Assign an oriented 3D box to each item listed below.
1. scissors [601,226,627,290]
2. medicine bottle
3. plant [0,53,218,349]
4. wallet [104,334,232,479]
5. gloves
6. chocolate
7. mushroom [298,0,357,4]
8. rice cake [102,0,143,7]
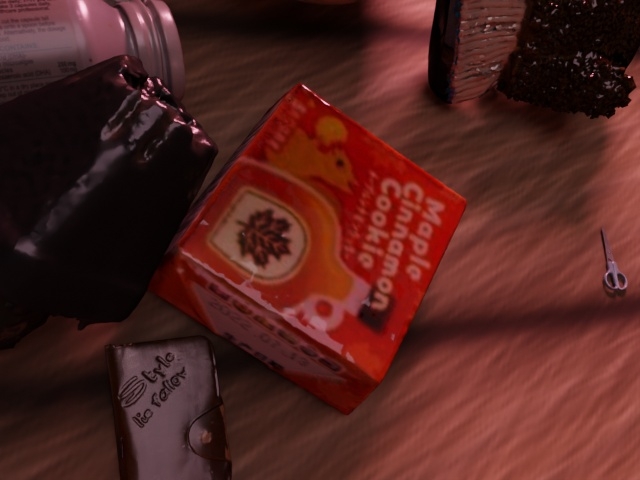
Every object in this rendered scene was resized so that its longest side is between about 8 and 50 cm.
[{"bbox_3d":[0.360,0.022,0.708,0.036,0.006,0.083,4,71,-20],"label":"scissors"},{"bbox_3d":[-0.234,-0.150,0.491,0.215,0.135,0.135,-15,77,-23],"label":"medicine bottle"},{"bbox_3d":[-0.200,-0.021,0.434,0.256,0.142,0.164,-37,67,3],"label":"plant"},{"bbox_3d":[-0.124,0.170,0.479,0.095,0.026,0.176,-4,74,-23],"label":"wallet"},{"bbox_3d":[0.276,-0.247,0.683,0.312,0.135,0.210,-12,108,-17],"label":"gloves"},{"bbox_3d":[0.000,0.000,0.537,0.234,0.108,0.237,35,63,-6],"label":"chocolate"},{"bbox_3d":[0.022,-0.425,0.563,0.314,0.336,0.314,7,58,-12],"label":"mushroom"},{"bbox_3d":[-0.266,-0.257,0.573,0.170,0.033,0.029,10,68,-16],"label":"rice cake"}]
